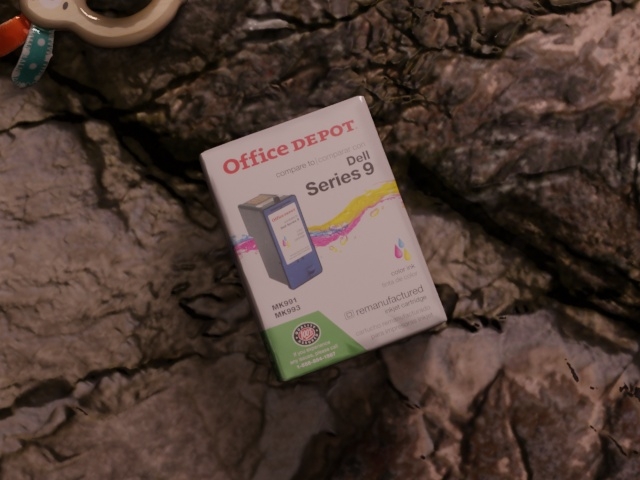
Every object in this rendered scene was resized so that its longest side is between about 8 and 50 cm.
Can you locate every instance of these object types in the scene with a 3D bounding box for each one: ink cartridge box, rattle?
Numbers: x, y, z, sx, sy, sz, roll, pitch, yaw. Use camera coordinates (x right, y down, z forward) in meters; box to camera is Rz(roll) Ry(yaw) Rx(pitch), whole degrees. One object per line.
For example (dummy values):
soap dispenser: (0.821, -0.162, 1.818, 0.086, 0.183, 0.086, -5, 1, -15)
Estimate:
ink cartridge box: (0.000, 0.000, 1.414, 0.154, 0.093, 0.212, -19, 85, -4)
rattle: (-0.206, -0.215, 1.399, 0.199, 0.143, 0.130, -26, 106, -11)
